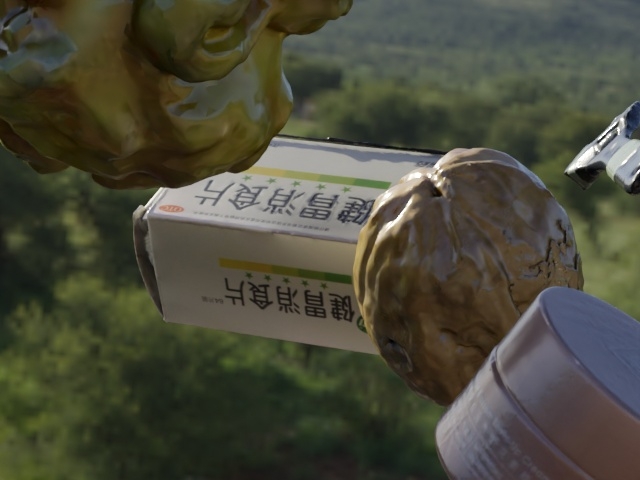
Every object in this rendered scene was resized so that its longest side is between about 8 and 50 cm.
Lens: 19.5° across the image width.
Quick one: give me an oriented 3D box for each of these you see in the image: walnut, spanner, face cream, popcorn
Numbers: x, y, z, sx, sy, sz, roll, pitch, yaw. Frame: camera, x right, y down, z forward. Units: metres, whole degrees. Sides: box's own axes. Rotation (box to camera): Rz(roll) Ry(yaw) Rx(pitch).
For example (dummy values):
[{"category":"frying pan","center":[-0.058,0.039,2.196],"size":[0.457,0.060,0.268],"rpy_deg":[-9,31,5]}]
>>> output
[{"category":"walnut","center":[0.125,0.035,1.572],"size":[0.198,0.198,0.245],"rpy_deg":[11,-37,28]},{"category":"spanner","center":[0.238,-0.069,1.447],"size":[0.024,0.087,0.316],"rpy_deg":[41,6,-2]},{"category":"face cream","center":[0.152,0.112,1.043],"size":[0.149,0.104,0.149],"rpy_deg":[31,20,-13]},{"category":"popcorn","center":[-0.140,-0.182,1.217],"size":[0.326,0.290,0.321],"rpy_deg":[46,-24,19]}]

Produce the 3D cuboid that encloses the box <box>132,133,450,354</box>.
[{"category":"box","center":[-0.002,-0.001,1.885],"size":[0.333,0.145,0.173],"rpy_deg":[7,36,19]}]
